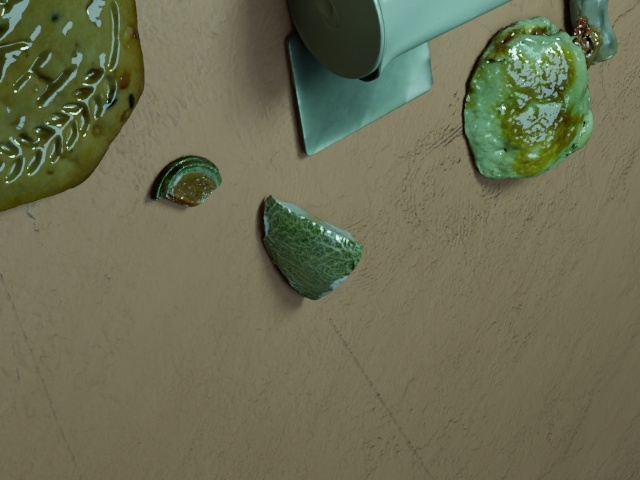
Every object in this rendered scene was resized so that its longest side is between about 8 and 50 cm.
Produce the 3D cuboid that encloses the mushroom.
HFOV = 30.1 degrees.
[{"bbox_3d":[0.466,-0.425,2.006,0.096,0.099,0.278,-18,126,-22],"label":"mushroom"}]

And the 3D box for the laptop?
[{"bbox_3d":[0.063,-0.257,1.737,0.269,0.015,0.188,-31,128,-31],"label":"laptop"}]

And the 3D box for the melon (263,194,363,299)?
[{"bbox_3d":[0.002,0.003,1.738,0.202,0.139,0.093,61,43,-39],"label":"melon"}]

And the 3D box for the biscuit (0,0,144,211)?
[{"bbox_3d":[-0.347,-0.197,1.341,0.359,0.046,0.359,-21,122,-38],"label":"biscuit"}]

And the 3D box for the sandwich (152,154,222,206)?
[{"bbox_3d":[-0.173,-0.078,1.582,0.101,0.026,0.069,8,102,-47],"label":"sandwich"}]

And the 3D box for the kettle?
[{"bbox_3d":[0.121,-0.392,1.597,0.318,0.205,0.265,-32,131,-27],"label":"kettle"}]

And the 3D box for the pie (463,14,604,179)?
[{"bbox_3d":[0.348,-0.236,1.983,0.257,0.105,0.275,-9,113,-26],"label":"pie"}]
